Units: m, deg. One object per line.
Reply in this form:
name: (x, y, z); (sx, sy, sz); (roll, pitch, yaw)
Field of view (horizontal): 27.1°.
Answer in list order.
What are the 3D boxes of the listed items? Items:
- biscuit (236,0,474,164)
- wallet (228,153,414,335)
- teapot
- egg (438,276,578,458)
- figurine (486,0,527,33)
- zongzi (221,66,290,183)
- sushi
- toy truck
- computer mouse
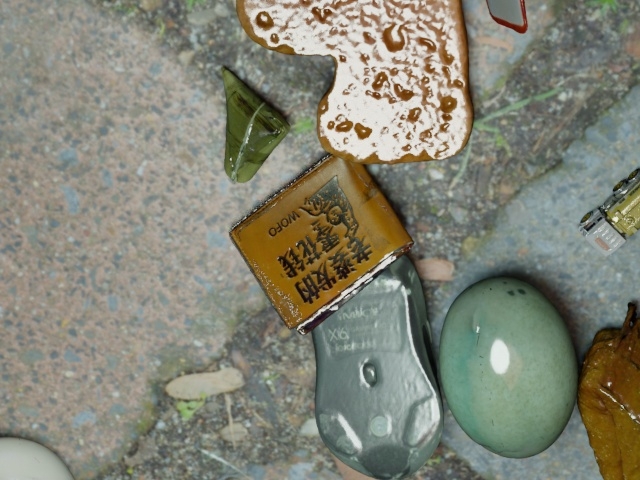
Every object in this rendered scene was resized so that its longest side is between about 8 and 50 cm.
biscuit: (0.045, -0.219, 1.576); (0.262, 0.052, 0.277); (-9, 105, 5)
wallet: (-0.001, 0.001, 1.625); (0.195, 0.042, 0.161); (-37, 77, 15)
teapot: (-0.422, 0.347, 1.739); (0.204, 0.139, 0.298); (-23, 105, -19)
egg: (0.231, 0.158, 1.633); (0.169, 0.169, 0.236); (-10, 105, 5)
figurine: (0.298, -0.355, 1.485); (0.226, 0.160, 0.183); (-15, 108, -3)
zongzi: (-0.107, -0.137, 1.615); (0.113, 0.052, 0.104); (42, 111, 3)
sushi: (0.418, 0.228, 1.673); (0.149, 0.140, 0.287); (-8, 113, 44)
toy truck: (0.375, -0.035, 1.620); (0.052, 0.063, 0.123); (43, 104, -12)
computer mouse: (0.068, 0.113, 1.671); (0.167, 0.090, 0.379); (-6, 93, 16)
